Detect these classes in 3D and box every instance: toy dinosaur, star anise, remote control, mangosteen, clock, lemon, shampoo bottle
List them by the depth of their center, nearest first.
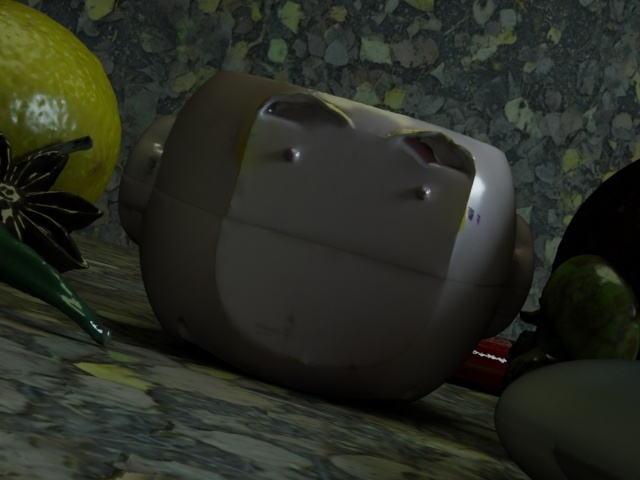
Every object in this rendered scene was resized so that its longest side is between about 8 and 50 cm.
[{"bbox_3d":[0.231,0.131,0.559,0.221,0.103,0.332,10,1,-22],"label":"remote control"},{"bbox_3d":[-0.286,0.001,0.786,0.292,0.079,0.120,19,2,35],"label":"toy dinosaur"},{"bbox_3d":[0.305,0.081,0.872,0.360,0.306,0.306,-25,6,-9],"label":"mangosteen"},{"bbox_3d":[0.000,0.000,0.969,0.368,0.250,0.376,16,5,-4],"label":"clock"},{"bbox_3d":[-0.329,-0.043,1.101,0.230,0.081,0.262,33,33,1],"label":"star anise"},{"bbox_3d":[-0.412,-0.146,1.295,0.336,0.336,0.336,16,-1,0],"label":"lemon"},{"bbox_3d":[0.160,0.146,1.391,0.314,0.076,0.118,16,3,-17],"label":"shampoo bottle"}]

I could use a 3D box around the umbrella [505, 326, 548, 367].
[{"bbox_3d":[0.371,0.102,1.171,0.128,0.337,0.154,48,24,-28],"label":"umbrella"}]
